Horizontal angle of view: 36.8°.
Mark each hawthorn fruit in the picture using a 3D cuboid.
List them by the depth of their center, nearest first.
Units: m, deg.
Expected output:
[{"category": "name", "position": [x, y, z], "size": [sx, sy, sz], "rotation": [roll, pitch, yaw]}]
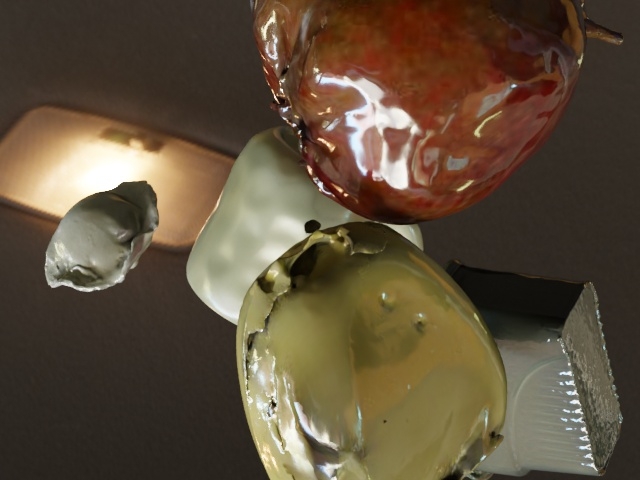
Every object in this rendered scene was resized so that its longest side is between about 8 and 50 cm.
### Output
[{"category": "hawthorn fruit", "position": [0.098, -0.177, 0.906], "size": [0.324, 0.308, 0.308], "rotation": [-40, -127, 10]}]

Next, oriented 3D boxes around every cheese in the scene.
[{"category": "cheese", "position": [0.040, 0.120, 0.870], "size": [0.128, 0.316, 0.259], "rotation": [15, -125, 46]}]

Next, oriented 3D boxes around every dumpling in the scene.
[{"category": "dumpling", "position": [-0.275, 0.001, 1.259], "size": [0.127, 0.108, 0.188], "rotation": [33, -109, 31]}]

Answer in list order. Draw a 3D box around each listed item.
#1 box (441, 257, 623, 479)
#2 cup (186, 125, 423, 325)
[{"category": "box", "position": [0.230, 0.160, 1.098], "size": [0.178, 0.274, 0.138], "rotation": [2, -143, 37]}, {"category": "cup", "position": [-0.004, 0.006, 1.110], "size": [0.255, 0.202, 0.173], "rotation": [28, -161, -4]}]
